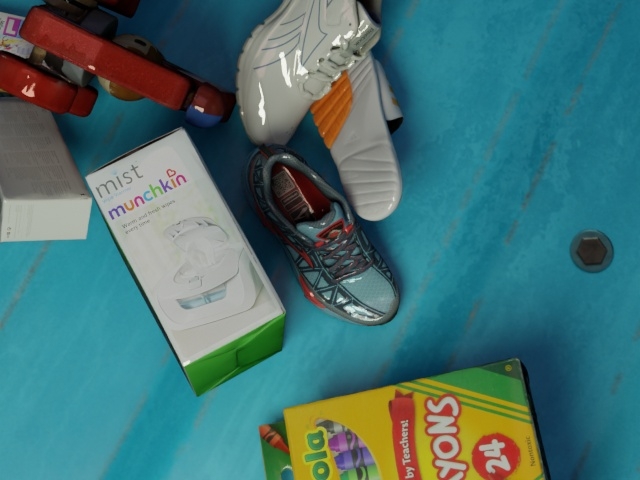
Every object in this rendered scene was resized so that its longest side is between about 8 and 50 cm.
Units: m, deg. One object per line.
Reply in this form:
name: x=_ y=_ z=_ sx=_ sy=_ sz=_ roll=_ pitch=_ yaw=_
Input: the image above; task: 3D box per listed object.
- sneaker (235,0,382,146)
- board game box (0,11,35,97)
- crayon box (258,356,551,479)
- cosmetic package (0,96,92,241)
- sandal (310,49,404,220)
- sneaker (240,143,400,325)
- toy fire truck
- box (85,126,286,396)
sneaker: x=-0.003 y=-0.241 z=1.528 sx=0.129 sy=0.111 sz=0.297 roll=29 pitch=98 yaw=33
board game box: x=-0.374 y=-0.226 z=1.592 sx=0.154 sy=0.026 sz=0.104 roll=12 pitch=75 yaw=0
crayon box: x=0.085 y=0.261 z=1.377 sx=0.318 sy=0.081 sz=0.202 roll=-15 pitch=72 yaw=12
cosmetic package: x=-0.341 y=-0.085 z=1.462 sx=0.098 sy=0.060 sz=0.239 roll=-4 pitch=35 yaw=-24
sandal: x=0.057 y=-0.126 z=1.551 sx=0.102 sy=0.076 sz=0.265 roll=-31 pitch=54 yaw=28
sneaker: x=0.000 y=0.000 z=1.489 sx=0.104 sy=0.125 sz=0.262 roll=-41 pitch=96 yaw=-8
toy fire truck: x=-0.217 y=-0.203 z=1.445 sx=0.253 sy=0.302 sz=0.169 roll=24 pitch=94 yaw=-2
box: x=-0.142 y=0.031 z=1.418 sx=0.126 sy=0.262 sz=0.231 roll=-28 pitch=80 yaw=-9
